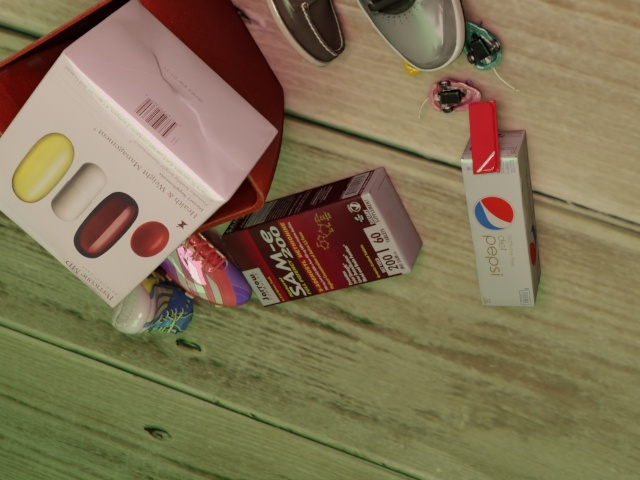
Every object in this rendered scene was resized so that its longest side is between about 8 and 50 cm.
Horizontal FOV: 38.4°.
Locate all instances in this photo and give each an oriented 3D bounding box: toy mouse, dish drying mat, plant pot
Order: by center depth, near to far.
[{"bbox_3d":[0.187,-0.118,1.051,0.032,0.008,0.083,-5,84,23],"label":"dish drying mat"},{"bbox_3d":[0.164,-0.201,1.060,0.143,0.031,0.161,18,128,10],"label":"toy mouse"},{"bbox_3d":[-0.192,-0.167,1.095,0.267,0.236,0.267,-19,114,31],"label":"plant pot"}]

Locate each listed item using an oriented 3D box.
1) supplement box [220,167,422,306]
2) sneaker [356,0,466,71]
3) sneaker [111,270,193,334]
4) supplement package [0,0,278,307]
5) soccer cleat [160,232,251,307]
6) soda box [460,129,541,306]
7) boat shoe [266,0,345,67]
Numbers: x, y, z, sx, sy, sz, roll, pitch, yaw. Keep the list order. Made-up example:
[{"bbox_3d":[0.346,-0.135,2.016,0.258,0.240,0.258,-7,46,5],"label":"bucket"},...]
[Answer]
[{"bbox_3d":[0.000,0.000,1.241,0.239,0.073,0.130,-16,117,31],"label":"supplement box"},{"bbox_3d":[0.040,-0.290,0.928,0.124,0.178,0.295,-25,102,34],"label":"sneaker"},{"bbox_3d":[-0.232,0.092,1.331,0.126,0.240,0.091,27,97,-19],"label":"sneaker"},{"bbox_3d":[-0.193,-0.083,0.909,0.194,0.149,0.203,42,126,-10],"label":"supplement package"},{"bbox_3d":[-0.197,0.004,1.321,0.248,0.083,0.095,36,124,-2],"label":"soccer cleat"},{"bbox_3d":[0.226,-0.024,1.133,0.069,0.074,0.216,0,123,22],"label":"soda box"},{"bbox_3d":[-0.027,-0.304,1.032,0.068,0.081,0.228,-16,114,34],"label":"boat shoe"}]
